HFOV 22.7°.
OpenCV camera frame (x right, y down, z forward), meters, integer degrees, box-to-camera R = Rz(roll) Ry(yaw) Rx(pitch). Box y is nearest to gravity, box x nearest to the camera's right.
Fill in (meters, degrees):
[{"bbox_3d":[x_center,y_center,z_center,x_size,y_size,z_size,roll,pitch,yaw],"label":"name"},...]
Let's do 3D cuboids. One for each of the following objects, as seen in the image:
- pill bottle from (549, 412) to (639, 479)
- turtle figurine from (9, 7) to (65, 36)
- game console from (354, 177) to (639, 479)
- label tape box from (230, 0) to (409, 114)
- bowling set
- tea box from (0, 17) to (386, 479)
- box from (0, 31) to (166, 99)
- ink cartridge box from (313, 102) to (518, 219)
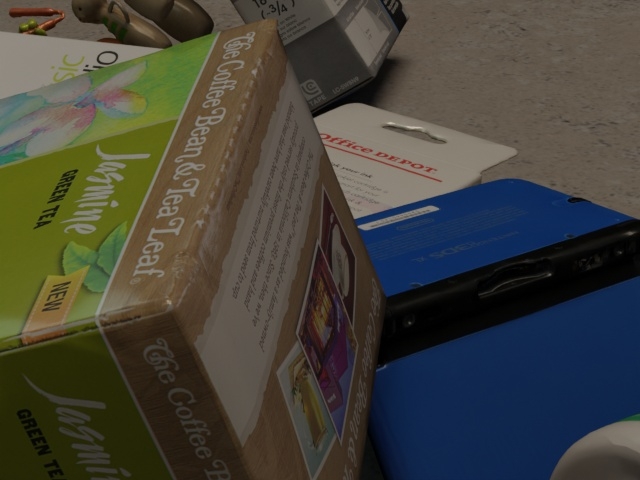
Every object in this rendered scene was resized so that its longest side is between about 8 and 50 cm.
[{"bbox_3d":[0.328,0.160,0.946,0.361,0.204,0.204,-15,29,-28],"label":"pill bottle"},{"bbox_3d":[-0.293,-0.170,1.771,0.269,0.087,0.217,31,33,18],"label":"turtle figurine"},{"bbox_3d":[0.115,0.087,1.166,0.293,0.173,0.250,-15,24,-32],"label":"game console"},{"bbox_3d":[-0.041,-0.342,1.873,0.106,0.334,0.241,-28,16,23],"label":"label tape box"},{"bbox_3d":[-0.219,-0.278,1.722,0.154,0.287,0.200,36,62,9],"label":"bowling set"},{"bbox_3d":[-0.153,0.071,0.896,0.323,0.220,0.329,-14,27,14],"label":"tea box"},{"bbox_3d":[-0.288,-0.105,1.575,0.322,0.058,0.232,7,52,17],"label":"box"},{"bbox_3d":[0.000,0.000,1.384,0.207,0.119,0.353,19,32,33],"label":"ink cartridge box"}]
